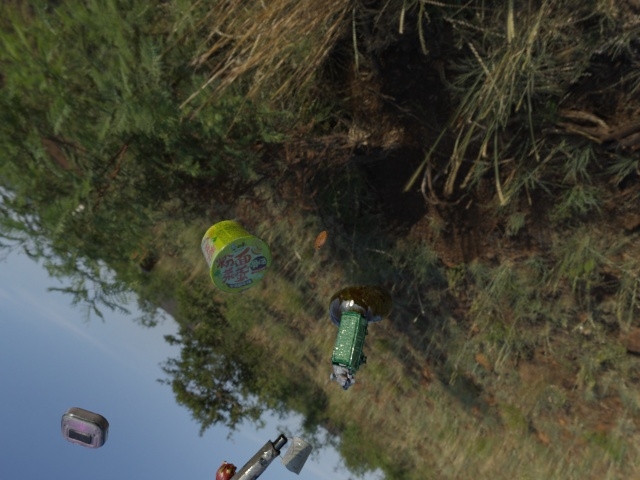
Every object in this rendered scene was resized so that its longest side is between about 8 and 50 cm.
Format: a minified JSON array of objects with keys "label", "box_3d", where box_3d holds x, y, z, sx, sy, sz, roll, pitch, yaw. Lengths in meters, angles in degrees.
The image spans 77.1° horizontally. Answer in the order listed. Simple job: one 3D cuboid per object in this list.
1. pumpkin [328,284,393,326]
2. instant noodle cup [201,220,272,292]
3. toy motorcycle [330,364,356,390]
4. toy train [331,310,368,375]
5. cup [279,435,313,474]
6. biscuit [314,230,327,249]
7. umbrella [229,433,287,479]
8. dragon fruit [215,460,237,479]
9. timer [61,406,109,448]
[{"label":"pumpkin","box_3d":[0.170,0.343,1.958,0.324,0.242,0.232,-21,169,29]},{"label":"instant noodle cup","box_3d":[-0.409,0.062,1.882,0.221,0.311,0.311,43,170,43]},{"label":"toy motorcycle","box_3d":[0.115,0.610,1.998,0.109,0.171,0.260,10,-164,-13]},{"label":"toy train","box_3d":[0.136,0.445,1.750,0.115,0.270,0.154,1,159,38]},{"label":"cup","box_3d":[-0.120,0.958,1.806,0.136,0.133,0.099,44,153,-15]},{"label":"biscuit","box_3d":[0.000,0.000,1.559,0.015,0.078,0.091,26,161,-16]},{"label":"umbrella","box_3d":[-0.262,0.893,1.566,0.067,0.337,0.073,55,164,-29]},{"label":"dragon fruit","box_3d":[-0.413,1.014,1.725,0.081,0.116,0.086,51,147,-14]},{"label":"timer","box_3d":[-1.068,0.853,1.819,0.208,0.191,0.069,16,-155,-2]}]
